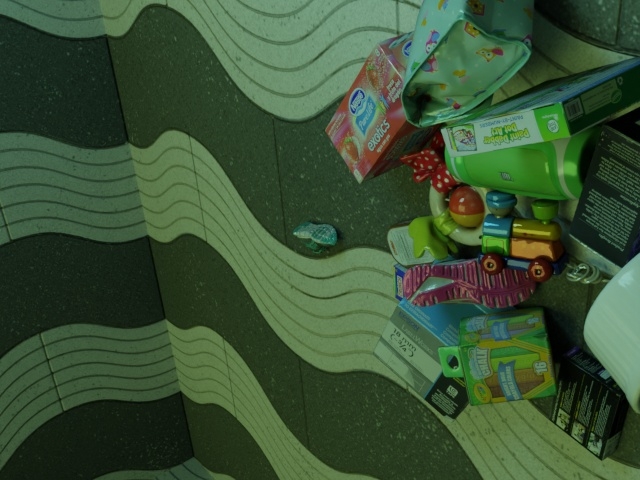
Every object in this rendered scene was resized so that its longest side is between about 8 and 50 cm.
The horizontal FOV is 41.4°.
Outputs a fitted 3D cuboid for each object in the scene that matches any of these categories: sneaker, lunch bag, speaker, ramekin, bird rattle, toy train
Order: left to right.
[{"bbox_3d":[0.000,0.000,2.188,0.166,0.065,0.076,18,143,57],"label":"sneaker"},{"bbox_3d":[0.270,-0.084,1.657,0.207,0.143,0.254,17,113,39],"label":"bird rattle"},{"bbox_3d":[0.226,-0.329,1.375,0.262,0.160,0.223,129,155,-56],"label":"lunch bag"},{"bbox_3d":[0.293,0.077,1.657,0.252,0.111,0.103,0,92,16],"label":"sneaker"},{"bbox_3d":[0.349,-0.141,1.433,0.296,0.131,0.131,15,124,54],"label":"speaker"},{"bbox_3d":[0.400,-0.009,1.479,0.248,0.105,0.143,8,115,31],"label":"toy train"},{"bbox_3d":[0.513,0.108,1.213,0.135,0.277,0.277,52,149,36],"label":"ramekin"}]

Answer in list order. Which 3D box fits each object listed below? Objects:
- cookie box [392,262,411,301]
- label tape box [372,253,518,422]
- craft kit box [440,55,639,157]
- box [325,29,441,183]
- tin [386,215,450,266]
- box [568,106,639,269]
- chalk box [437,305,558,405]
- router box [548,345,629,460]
[{"bbox_3d":[0.213,0.109,1.926,0.107,0.040,0.092,35,141,43],"label":"cookie box"},{"bbox_3d":[0.266,0.210,1.806,0.240,0.106,0.334,40,145,16],"label":"label tape box"},{"bbox_3d":[0.350,-0.201,1.260,0.246,0.250,0.061,2,114,59],"label":"craft kit box"},{"bbox_3d":[0.148,-0.259,1.646,0.142,0.154,0.300,58,151,13],"label":"box"},{"bbox_3d":[0.210,0.004,1.859,0.189,0.040,0.106,-11,98,60],"label":"tin"},{"bbox_3d":[0.474,-0.085,1.245,0.108,0.153,0.207,41,144,36],"label":"box"},{"bbox_3d":[0.332,0.223,1.616,0.213,0.132,0.132,-11,107,15],"label":"chalk box"},{"bbox_3d":[0.505,0.307,1.594,0.133,0.046,0.179,38,141,40],"label":"router box"}]
